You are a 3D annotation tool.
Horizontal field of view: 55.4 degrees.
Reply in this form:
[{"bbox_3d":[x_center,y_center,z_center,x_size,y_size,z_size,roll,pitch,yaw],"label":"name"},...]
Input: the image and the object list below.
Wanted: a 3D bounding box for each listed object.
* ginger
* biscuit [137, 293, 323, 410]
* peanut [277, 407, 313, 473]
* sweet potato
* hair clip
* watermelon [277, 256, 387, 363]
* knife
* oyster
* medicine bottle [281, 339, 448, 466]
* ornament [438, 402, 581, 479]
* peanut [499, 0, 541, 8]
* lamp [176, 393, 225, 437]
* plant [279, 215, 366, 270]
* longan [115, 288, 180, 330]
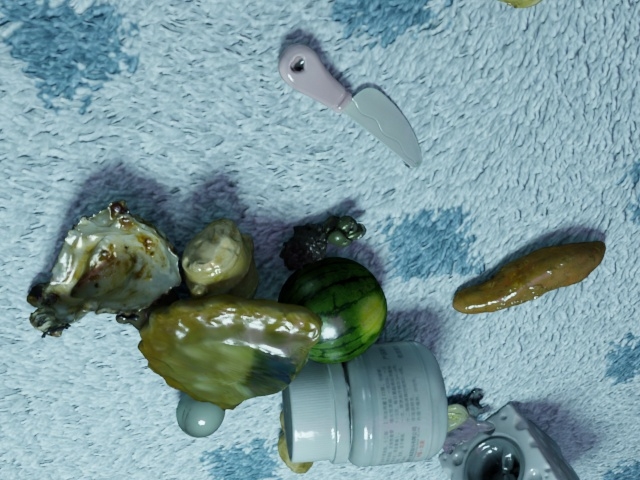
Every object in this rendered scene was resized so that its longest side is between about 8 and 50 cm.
[{"bbox_3d":[-0.184,0.101,1.127,0.126,0.190,0.354,19,128,9],"label":"ginger"},{"bbox_3d":[-0.155,0.218,1.100,0.329,0.078,0.335,-1,137,3],"label":"biscuit"},{"bbox_3d":[-0.055,0.447,1.383,0.089,0.089,0.192,-3,115,-9],"label":"peanut"},{"bbox_3d":[0.443,0.072,1.261,0.355,0.106,0.095,-23,87,1],"label":"sweet potato"},{"bbox_3d":[0.324,0.434,1.464,0.146,0.056,0.187,36,110,-19],"label":"hair clip"},{"bbox_3d":[0.022,0.132,1.158,0.232,0.127,0.204,-14,84,-12],"label":"watermelon"},{"bbox_3d":[0.069,-0.234,1.062,0.336,0.043,0.081,29,103,-30],"label":"knife"},{"bbox_3d":[-0.389,0.076,1.066,0.337,0.133,0.197,-35,86,15],"label":"oyster"},{"bbox_3d":[0.081,0.335,1.251,0.306,0.245,0.245,-2,119,-9],"label":"medicine bottle"},{"bbox_3d":[0.478,0.596,1.476,0.239,0.240,0.240,-42,119,13],"label":"ornament"},{"bbox_3d":[0.270,-0.451,0.939,0.229,0.098,0.103,41,78,-24],"label":"peanut"},{"bbox_3d":[-0.251,0.361,1.281,0.105,0.105,0.105,-5,119,-9],"label":"lamp"},{"bbox_3d":[0.000,0.000,1.150,0.174,0.087,0.085,-24,150,8],"label":"plant"},{"bbox_3d":[-0.322,0.128,1.136,0.119,0.106,0.106,-22,122,-20],"label":"longan"}]
